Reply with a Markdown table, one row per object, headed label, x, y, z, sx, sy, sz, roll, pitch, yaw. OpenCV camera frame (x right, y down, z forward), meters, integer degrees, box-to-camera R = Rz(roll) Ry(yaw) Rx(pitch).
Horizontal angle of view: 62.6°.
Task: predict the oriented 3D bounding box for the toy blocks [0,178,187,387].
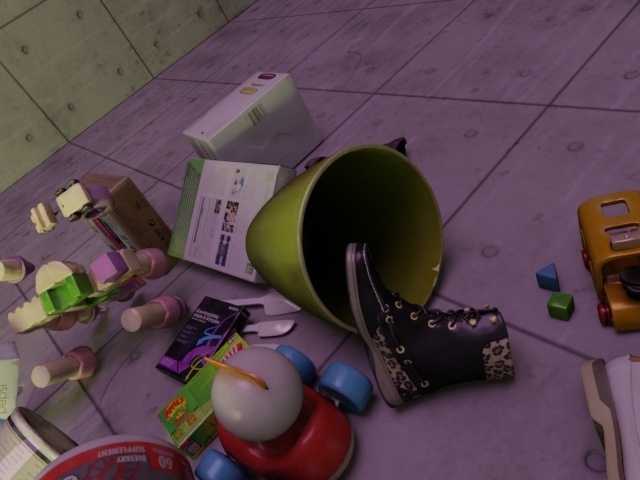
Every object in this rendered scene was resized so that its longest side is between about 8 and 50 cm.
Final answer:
| label | x | y | z | sx | sy | sz | roll | pitch | yaw |
| --- | --- | --- | --- | --- | --- | --- | --- | --- | --- |
| toy blocks | -0.443 | 0.085 | 1.071 | 0.288 | 0.309 | 0.260 | -31 | -7 | 13 |

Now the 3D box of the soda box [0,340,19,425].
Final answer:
| label | x | y | z | sx | sy | sz | roll | pitch | yaw |
| --- | --- | --- | --- | --- | --- | --- | --- | --- | --- |
| soda box | -0.600 | 0.298 | 0.966 | 0.069 | 0.216 | 0.074 | 2 | 16 | -37 |

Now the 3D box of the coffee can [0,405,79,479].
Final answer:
| label | x | y | z | sx | sy | sz | roll | pitch | yaw |
| --- | --- | --- | --- | --- | --- | --- | --- | --- | --- |
| coffee can | -0.458 | 0.407 | 0.736 | 0.201 | 0.202 | 0.275 | 15 | 56 | 44 |

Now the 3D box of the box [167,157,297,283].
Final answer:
| label | x | y | z | sx | sy | sz | roll | pitch | yaw |
| --- | --- | --- | --- | --- | --- | --- | --- | --- | --- |
| box | -0.198 | -0.052 | 1.117 | 0.322 | 0.058 | 0.232 | 13 | 90 | 42 |

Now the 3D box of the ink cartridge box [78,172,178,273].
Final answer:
| label | x | y | z | sx | sy | sz | roll | pitch | yaw |
| --- | --- | --- | --- | --- | --- | --- | --- | --- | --- |
| ink cartridge box | -0.454 | -0.039 | 1.228 | 0.193 | 0.235 | 0.088 | 7 | 50 | 41 |

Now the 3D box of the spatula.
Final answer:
| label | x | y | z | sx | sy | sz | roll | pitch | yaw |
| --- | --- | --- | --- | --- | --- | --- | --- | --- | --- |
| spatula | -0.147 | 0.161 | 0.967 | 0.242 | 0.019 | 0.168 | -9 | 47 | 29 |

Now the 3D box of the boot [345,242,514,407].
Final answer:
| label | x | y | z | sx | sy | sz | roll | pitch | yaw |
| --- | --- | --- | --- | --- | --- | --- | --- | --- | --- |
| boot | 0.138 | 0.095 | 0.678 | 0.178 | 0.237 | 0.085 | -15 | 15 | 14 |

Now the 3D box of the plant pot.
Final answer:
| label | x | y | z | sx | sy | sz | roll | pitch | yaw |
| --- | --- | --- | --- | --- | --- | --- | --- | --- | --- |
| plant pot | 0.000 | 0.000 | 0.875 | 0.275 | 0.275 | 0.293 | -50 | 26 | -25 |

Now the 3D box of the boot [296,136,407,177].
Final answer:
| label | x | y | z | sx | sy | sz | roll | pitch | yaw |
| --- | --- | --- | --- | --- | --- | --- | --- | --- | --- |
| boot | 0.063 | -0.125 | 1.091 | 0.228 | 0.091 | 0.263 | -8 | 40 | 28 |

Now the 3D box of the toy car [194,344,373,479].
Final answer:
| label | x | y | z | sx | sy | sz | roll | pitch | yaw |
| --- | --- | --- | --- | --- | --- | --- | --- | --- | --- |
| toy car | -0.083 | 0.206 | 0.680 | 0.210 | 0.238 | 0.219 | 8 | 51 | 40 |

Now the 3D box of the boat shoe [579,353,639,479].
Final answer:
| label | x | y | z | sx | sy | sz | roll | pitch | yaw |
| --- | --- | --- | --- | --- | --- | --- | --- | --- | --- |
| boat shoe | 0.323 | 0.228 | 0.477 | 0.103 | 0.113 | 0.302 | -19 | 37 | 25 |

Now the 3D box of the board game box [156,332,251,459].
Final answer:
| label | x | y | z | sx | sy | sz | roll | pitch | yaw |
| --- | --- | --- | --- | --- | --- | --- | --- | --- | --- |
| board game box | -0.168 | 0.245 | 0.847 | 0.181 | 0.043 | 0.092 | -46 | 39 | -13 |

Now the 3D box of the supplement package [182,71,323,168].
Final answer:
| label | x | y | z | sx | sy | sz | roll | pitch | yaw |
| --- | --- | --- | --- | --- | --- | --- | --- | --- | --- |
| supplement package | -0.163 | -0.258 | 1.308 | 0.262 | 0.204 | 0.145 | -46 | 39 | -19 |

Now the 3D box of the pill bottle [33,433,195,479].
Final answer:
| label | x | y | z | sx | sy | sz | roll | pitch | yaw |
| --- | --- | --- | --- | --- | --- | --- | --- | --- | --- |
| pill bottle | -0.207 | 0.409 | 0.552 | 0.210 | 0.210 | 0.363 | -34 | 38 | -4 |

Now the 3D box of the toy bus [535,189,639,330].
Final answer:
| label | x | y | z | sx | sy | sz | roll | pitch | yaw |
| --- | --- | --- | --- | --- | --- | --- | --- | --- | --- |
| toy bus | 0.393 | 0.027 | 0.671 | 0.191 | 0.104 | 0.202 | -41 | 37 | -14 |

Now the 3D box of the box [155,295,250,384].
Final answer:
| label | x | y | z | sx | sy | sz | roll | pitch | yaw |
| --- | --- | --- | --- | --- | --- | --- | --- | --- | --- |
| box | -0.212 | 0.181 | 0.955 | 0.116 | 0.029 | 0.162 | 8 | 55 | 40 |
